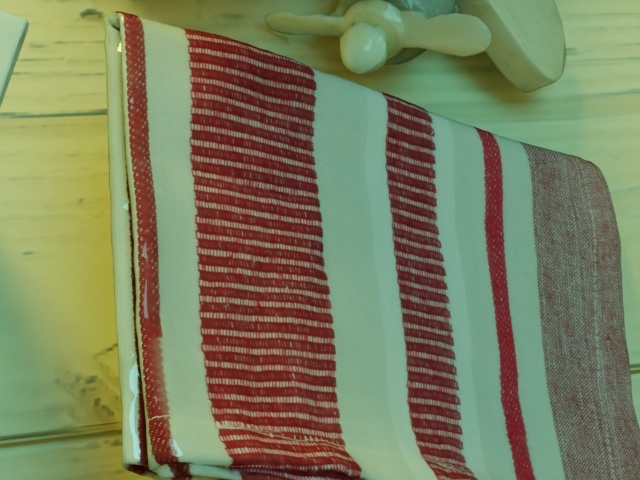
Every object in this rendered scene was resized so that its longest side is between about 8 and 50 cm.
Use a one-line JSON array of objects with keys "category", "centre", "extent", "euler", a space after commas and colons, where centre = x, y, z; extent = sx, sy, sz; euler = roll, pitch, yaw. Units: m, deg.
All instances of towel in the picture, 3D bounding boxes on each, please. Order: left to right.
[{"category": "towel", "centre": [0.040, 0.028, 0.946], "extent": [0.329, 0.037, 0.237], "euler": [15, 57, -38]}]

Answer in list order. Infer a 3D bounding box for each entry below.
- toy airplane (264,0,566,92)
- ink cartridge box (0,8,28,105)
[{"category": "toy airplane", "centre": [-0.023, -0.276, 1.020], "extent": [0.384, 0.272, 0.386], "euler": [23, 38, -61]}, {"category": "ink cartridge box", "centre": [-0.254, -0.067, 0.850], "extent": [0.208, 0.153, 0.087], "euler": [21, 59, -13]}]
